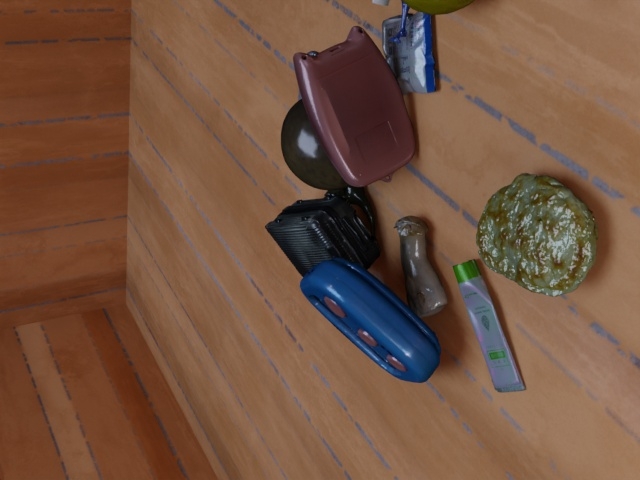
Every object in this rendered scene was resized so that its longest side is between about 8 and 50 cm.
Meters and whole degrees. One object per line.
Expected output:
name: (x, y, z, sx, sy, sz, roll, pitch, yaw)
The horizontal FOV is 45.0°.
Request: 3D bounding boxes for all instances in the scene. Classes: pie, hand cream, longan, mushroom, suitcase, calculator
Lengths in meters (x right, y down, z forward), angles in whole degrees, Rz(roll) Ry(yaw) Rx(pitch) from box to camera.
pie: (0.384, -0.017, 1.353, 0.248, 0.090, 0.201, 34, 117, 52)
hand cream: (0.336, 0.174, 1.559, 0.079, 0.050, 0.275, 97, 155, -84)
longan: (0.020, -0.222, 1.764, 0.215, 0.246, 0.246, -39, 55, 8)
mushroom: (0.214, 0.055, 1.688, 0.092, 0.081, 0.223, 124, 135, -81)
suitcase: (0.000, 0.000, 1.934, 0.202, 0.128, 0.312, 55, 156, -18)
calculator: (0.085, -0.272, 1.626, 0.330, 0.220, 0.048, 65, 160, -13)

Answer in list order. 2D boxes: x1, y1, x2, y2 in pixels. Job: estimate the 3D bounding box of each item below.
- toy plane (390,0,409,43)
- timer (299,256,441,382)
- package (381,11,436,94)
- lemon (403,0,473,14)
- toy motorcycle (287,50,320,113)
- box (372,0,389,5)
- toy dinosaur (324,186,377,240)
toy plane: (0.174, -0.489, 1.574, 0.054, 0.062, 0.167, 34, 123, 51)
timer: (0.109, 0.172, 1.710, 0.340, 0.115, 0.309, 42, 167, -2)
package: (0.186, -0.394, 1.637, 0.173, 0.027, 0.171, 10, 105, 57)
lemon: (0.216, -0.499, 1.386, 0.248, 0.184, 0.184, -46, 59, 62)
toy motorcycle: (0.013, -0.327, 1.894, 0.171, 0.110, 0.260, 30, 131, 37)
box: (0.134, -0.549, 1.584, 0.154, 0.040, 0.084, -80, 5, -54)
toy dinosaur: (0.086, -0.103, 1.925, 0.179, 0.087, 0.187, 48, 177, -20)
